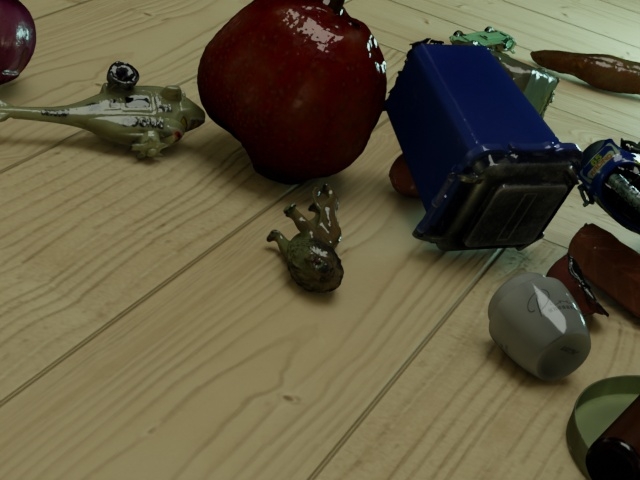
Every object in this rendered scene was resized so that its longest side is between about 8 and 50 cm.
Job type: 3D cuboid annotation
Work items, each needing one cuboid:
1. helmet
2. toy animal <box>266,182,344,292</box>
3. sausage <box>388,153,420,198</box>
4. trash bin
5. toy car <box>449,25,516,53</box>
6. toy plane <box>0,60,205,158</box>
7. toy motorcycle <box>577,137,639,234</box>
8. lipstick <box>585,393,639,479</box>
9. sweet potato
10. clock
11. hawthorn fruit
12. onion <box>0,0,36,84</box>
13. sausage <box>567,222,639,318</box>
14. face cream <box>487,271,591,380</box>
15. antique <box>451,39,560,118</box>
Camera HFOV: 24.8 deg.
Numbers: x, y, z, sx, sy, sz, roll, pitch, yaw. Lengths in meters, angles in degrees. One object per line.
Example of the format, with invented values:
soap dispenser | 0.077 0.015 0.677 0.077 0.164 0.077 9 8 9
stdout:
helmet | 0.273 0.060 1.588 0.084 0.049 0.065 63 12 27
toy animal | -0.014 -0.011 1.562 0.086 0.069 0.220 32 27 -14
sausage | 0.128 -0.079 1.785 0.094 0.054 0.059 -1 35 -29
trash bin | 0.168 -0.112 1.687 0.184 0.162 0.234 -2 50 -30
toy car | 0.265 -0.323 2.385 0.122 0.035 0.059 -14 37 -32
toy plane | -0.264 -0.143 1.683 0.286 0.092 0.108 3 53 -28
toy motorcycle | 0.395 -0.036 1.719 0.315 0.113 0.169 27 18 -52
lipstick | 0.341 0.145 1.376 0.057 0.057 0.357 27 29 24
sweet potato | 0.468 -0.275 2.375 0.255 0.058 0.078 15 9 5
clock | 0.345 0.202 1.358 0.235 0.029 0.235 12 25 -6
hawthorn fruit | -0.021 -0.205 1.708 0.210 0.266 0.230 5 36 -32
onion | -0.427 -0.260 1.750 0.177 0.153 0.177 30 -13 8
sausage | 0.341 0.033 1.664 0.065 0.065 0.169 -4 30 -34
face cream | 0.220 0.087 1.458 0.091 0.091 0.095 -1 38 -30
antique | 0.245 -0.203 2.036 0.125 0.150 0.284 27 19 15
